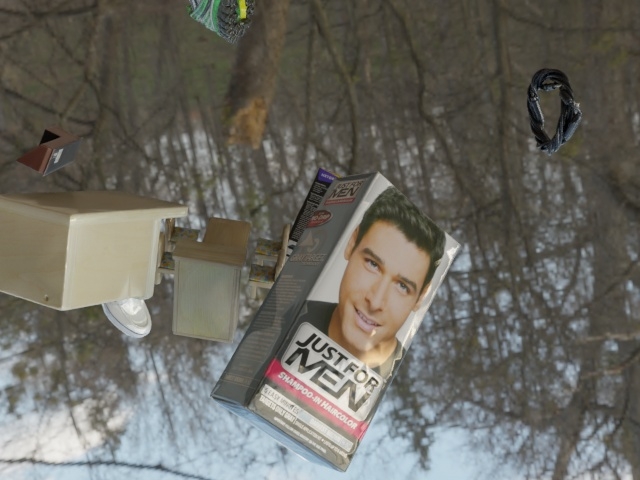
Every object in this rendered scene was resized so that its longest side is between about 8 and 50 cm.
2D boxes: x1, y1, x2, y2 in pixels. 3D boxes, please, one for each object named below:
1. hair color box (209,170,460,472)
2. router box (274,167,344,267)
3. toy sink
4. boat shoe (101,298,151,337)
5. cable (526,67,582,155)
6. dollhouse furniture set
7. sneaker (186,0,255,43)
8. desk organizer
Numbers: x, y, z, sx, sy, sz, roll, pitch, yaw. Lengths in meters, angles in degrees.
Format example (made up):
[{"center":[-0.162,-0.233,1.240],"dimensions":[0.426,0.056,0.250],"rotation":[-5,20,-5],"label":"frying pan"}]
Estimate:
[{"center":[0.028,0.108,1.250],"dimensions":[0.113,0.185,0.375],"rotation":[-4,-128,57],"label":"hair color box"},{"center":[0.000,0.000,2.002],"dimensions":[0.081,0.243,0.309],"rotation":[22,171,11],"label":"router box"},{"center":[-0.311,0.010,1.201],"dimensions":[0.152,0.131,0.234],"rotation":[12,-169,28],"label":"toy sink"},{"center":[-0.408,0.097,1.803],"dimensions":[0.075,0.226,0.083],"rotation":[-23,-166,44],"label":"boat shoe"},{"center":[0.466,-0.262,1.823],"dimensions":[0.047,0.151,0.184],"rotation":[-19,153,-17],"label":"cable"},{"center":[-0.165,0.021,1.452],"dimensions":[0.212,0.161,0.242],"rotation":[9,-143,-1],"label":"dollhouse furniture set"},{"center":[-0.220,-0.534,1.715],"dimensions":[0.146,0.344,0.134],"rotation":[24,-124,13],"label":"sneaker"},{"center":[-0.427,-0.144,1.403],"dimensions":[0.050,0.047,0.130],"rotation":[26,-165,-3],"label":"desk organizer"}]
